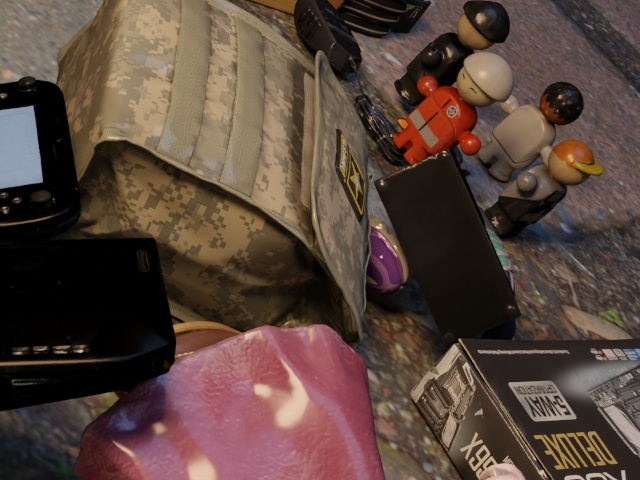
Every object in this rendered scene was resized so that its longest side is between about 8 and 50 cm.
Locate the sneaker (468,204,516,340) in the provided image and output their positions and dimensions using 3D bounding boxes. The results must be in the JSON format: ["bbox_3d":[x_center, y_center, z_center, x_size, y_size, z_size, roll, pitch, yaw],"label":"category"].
[{"bbox_3d":[0.158,0.025,1.493,0.098,0.083,0.224,29,31,-40],"label":"sneaker"}]

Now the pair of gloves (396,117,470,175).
[{"bbox_3d":[0.127,-0.105,1.708,0.083,0.010,0.074,11,39,-42],"label":"pair of gloves"}]

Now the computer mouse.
[{"bbox_3d":[0.028,-0.175,1.677,0.071,0.041,0.242,24,34,-53],"label":"computer mouse"}]

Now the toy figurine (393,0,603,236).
[{"bbox_3d":[0.193,-0.134,1.659,0.209,0.148,0.213,38,26,-16],"label":"toy figurine"}]

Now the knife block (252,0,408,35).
[{"bbox_3d":[-0.024,-0.304,1.765,0.275,0.242,0.088,-22,52,-7],"label":"knife block"}]

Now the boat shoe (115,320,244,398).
[{"bbox_3d":[-0.055,0.104,1.122,0.207,0.073,0.073,2,27,-48],"label":"boat shoe"}]

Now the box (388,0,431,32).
[{"bbox_3d":[0.082,-0.302,1.895,0.062,0.052,0.083,-4,50,-51],"label":"box"}]

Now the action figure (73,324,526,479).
[{"bbox_3d":[-0.003,0.232,0.904,0.248,0.276,0.370,-23,64,-15],"label":"action figure"}]

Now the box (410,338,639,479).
[{"bbox_3d":[0.252,0.200,1.347,0.307,0.076,0.242,4,44,-46],"label":"box"}]

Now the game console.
[{"bbox_3d":[-0.216,-0.012,0.963,0.213,0.044,0.361,-1,31,-13],"label":"game console"}]

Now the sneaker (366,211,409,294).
[{"bbox_3d":[0.000,0.000,1.378,0.170,0.068,0.071,34,43,9],"label":"sneaker"}]

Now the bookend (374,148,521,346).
[{"bbox_3d":[0.116,0.001,1.389,0.157,0.072,0.156,-34,100,-83],"label":"bookend"}]

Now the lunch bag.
[{"bbox_3d":[-0.070,-0.056,1.239,0.287,0.169,0.235,27,40,-23],"label":"lunch bag"}]
